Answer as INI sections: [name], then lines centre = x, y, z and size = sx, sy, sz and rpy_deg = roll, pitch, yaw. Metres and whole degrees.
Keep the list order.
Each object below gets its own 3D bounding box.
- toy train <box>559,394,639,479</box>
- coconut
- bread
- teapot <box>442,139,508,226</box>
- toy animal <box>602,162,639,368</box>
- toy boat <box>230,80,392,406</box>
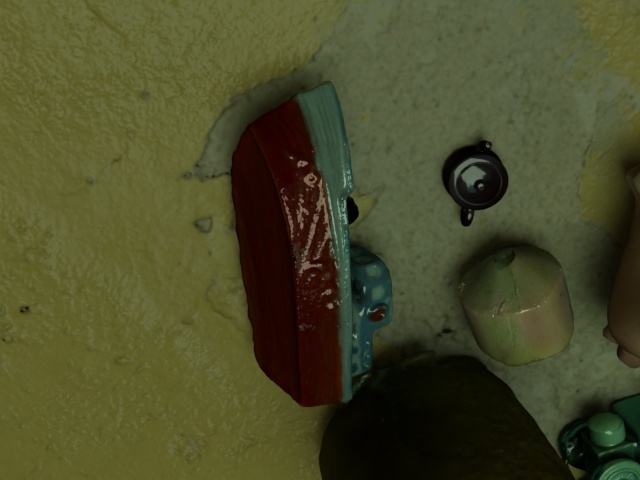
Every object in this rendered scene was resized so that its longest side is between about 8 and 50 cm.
[toy train]
centre = 0.381, 0.286, 1.372
size = 0.163, 0.112, 0.203
rpy_deg = -17, 116, -7
[coconut]
centre = 0.210, 0.062, 1.242
size = 0.116, 0.116, 0.122
rpy_deg = -19, 121, 1
[bread]
centre = 0.139, 0.269, 1.182
size = 0.251, 0.376, 0.208
rpy_deg = -7, 113, -6
[teapot]
centre = 0.164, -0.060, 1.218
size = 0.068, 0.045, 0.100
rpy_deg = 7, 112, -9
[toy animal]
centre = 0.431, 0.011, 1.210
size = 0.326, 0.237, 0.269
rpy_deg = -43, 84, 14
[toy boat]
centre = 0.000, 0.000, 1.177
size = 0.133, 0.145, 0.331
rpy_deg = -19, 120, -25
